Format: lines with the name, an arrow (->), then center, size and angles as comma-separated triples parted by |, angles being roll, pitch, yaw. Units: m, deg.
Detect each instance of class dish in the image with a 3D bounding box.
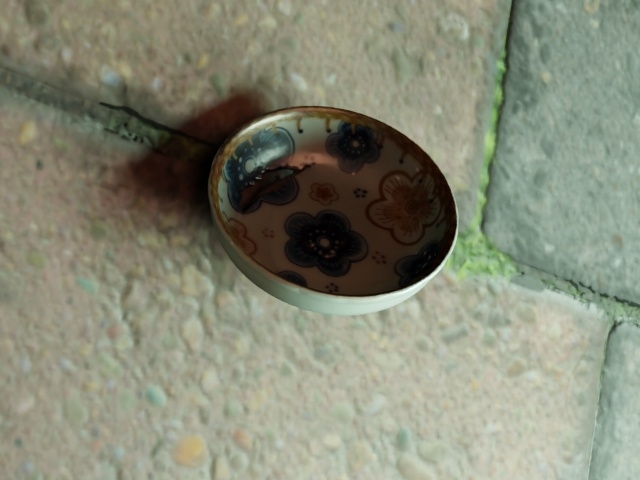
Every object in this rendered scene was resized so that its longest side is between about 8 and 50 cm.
dish -> 0.000, 0.000, 1.024 | 0.141, 0.078, 0.141 | 8, 50, -10
